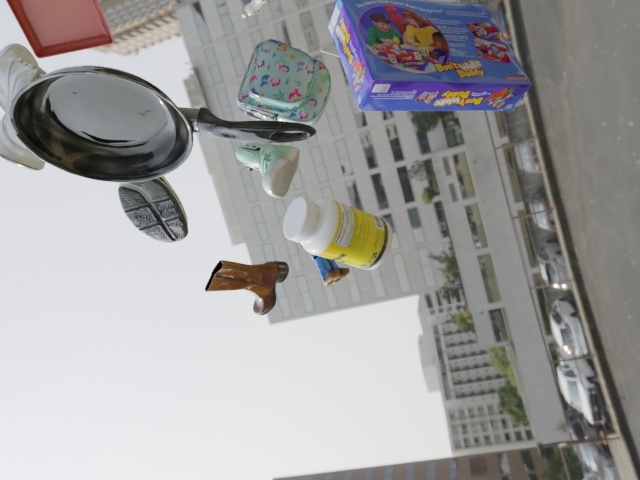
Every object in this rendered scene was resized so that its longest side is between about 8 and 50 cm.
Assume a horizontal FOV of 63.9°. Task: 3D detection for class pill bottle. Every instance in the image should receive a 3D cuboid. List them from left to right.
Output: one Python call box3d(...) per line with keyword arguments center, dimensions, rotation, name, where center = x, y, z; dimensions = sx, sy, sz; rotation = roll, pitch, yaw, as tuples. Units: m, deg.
box3d(center=(0.056, -0.028, 1.687), dimensions=(0.334, 0.188, 0.187), rotation=(17, -128, -30), name="pill bottle")

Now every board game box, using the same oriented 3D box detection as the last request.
box3d(center=(0.214, -0.370, 1.018), dimensions=(0.078, 0.348, 0.233), rotation=(119, 141, -56), name="board game box")

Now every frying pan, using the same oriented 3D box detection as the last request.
box3d(center=(-0.190, -0.148, 0.589), dimensions=(0.197, 0.327, 0.053), rotation=(52, -152, -59), name="frying pan")

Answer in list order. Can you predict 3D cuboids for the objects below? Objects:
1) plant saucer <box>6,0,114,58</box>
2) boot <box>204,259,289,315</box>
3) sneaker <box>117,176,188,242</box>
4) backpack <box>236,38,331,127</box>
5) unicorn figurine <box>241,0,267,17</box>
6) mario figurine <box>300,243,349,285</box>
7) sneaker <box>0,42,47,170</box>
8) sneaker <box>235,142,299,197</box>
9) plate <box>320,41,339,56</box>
box3d(center=(-0.820, -0.725, 1.609), dimensions=(0.047, 0.259, 0.259), rotation=(-106, 4, -47), name="plant saucer")
box3d(center=(-0.278, 0.179, 1.853), dimensions=(0.281, 0.264, 0.096), rotation=(1, -134, -38), name="boot")
box3d(center=(-0.495, -0.220, 1.485), dimensions=(0.257, 0.169, 0.447), rotation=(-85, -25, -50), name="sneaker")
box3d(center=(-0.096, -0.447, 1.500), dimensions=(0.191, 0.254, 0.225), rotation=(158, 131, -76), name="backpack")
box3d(center=(-0.200, -0.777, 1.657), dimensions=(0.060, 0.162, 0.111), rotation=(36, -148, -6), name="unicorn figurine")
box3d(center=(0.000, 0.000, 1.932), dimensions=(0.320, 0.170, 0.198), rotation=(57, 170, 11), name="mario figurine")
box3d(center=(-0.501, -0.256, 0.899), dimensions=(0.111, 0.129, 0.297), rotation=(20, -145, -53), name="sneaker")
box3d(center=(-0.146, -0.178, 1.264), dimensions=(0.256, 0.151, 0.094), rotation=(-73, -8, -65), name="sneaker")
box3d(center=(0.146, -0.648, 1.803), dimensions=(0.277, 0.278, 0.045), rotation=(-78, 6, -68), name="plate")
